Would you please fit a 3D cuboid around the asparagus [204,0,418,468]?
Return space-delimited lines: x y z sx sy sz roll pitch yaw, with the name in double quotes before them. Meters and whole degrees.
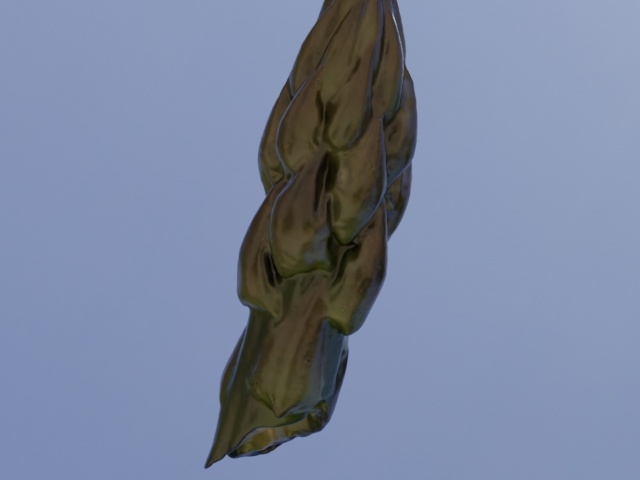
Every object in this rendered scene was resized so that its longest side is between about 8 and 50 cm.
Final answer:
"asparagus" 0.000 0.000 0.879 0.080 0.080 0.287 20 -64 20
